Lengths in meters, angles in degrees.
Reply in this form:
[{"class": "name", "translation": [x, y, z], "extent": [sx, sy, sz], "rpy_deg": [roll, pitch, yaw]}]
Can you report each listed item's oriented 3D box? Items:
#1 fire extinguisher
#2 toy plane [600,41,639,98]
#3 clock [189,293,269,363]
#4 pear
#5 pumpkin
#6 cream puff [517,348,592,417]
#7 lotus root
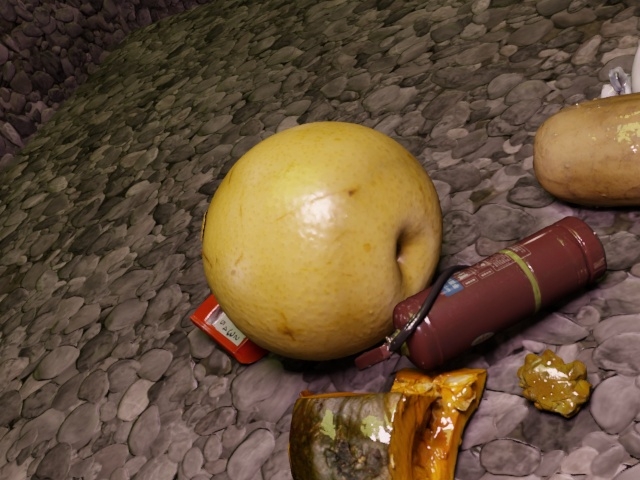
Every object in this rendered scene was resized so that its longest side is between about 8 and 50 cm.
[{"class": "fire extinguisher", "translation": [0.201, 0.082, 1.048], "extent": [0.341, 0.141, 0.105], "rpy_deg": [-25, 73, -12]}, {"class": "toy plane", "translation": [0.563, -0.279, 1.270], "extent": [0.267, 0.122, 0.267], "rpy_deg": [-39, 19, 17]}, {"class": "clock", "translation": [-0.129, 0.135, 1.321], "extent": [0.113, 0.061, 0.155], "rpy_deg": [-41, 37, -17]}, {"class": "pear", "translation": [0.000, 0.000, 1.143], "extent": [0.348, 0.348, 0.348], "rpy_deg": [-21, 33, 15]}, {"class": "pumpkin", "translation": [0.080, 0.204, 0.934], "extent": [0.139, 0.190, 0.281], "rpy_deg": [-7, 39, 34]}, {"class": "cream puff", "translation": [0.279, 0.169, 0.953], "extent": [0.083, 0.083, 0.058], "rpy_deg": [-25, -14, 28]}, {"class": "lotus root", "translation": [0.464, -0.134, 1.123], "extent": [0.342, 0.152, 0.169], "rpy_deg": [-3, 42, 40]}]
